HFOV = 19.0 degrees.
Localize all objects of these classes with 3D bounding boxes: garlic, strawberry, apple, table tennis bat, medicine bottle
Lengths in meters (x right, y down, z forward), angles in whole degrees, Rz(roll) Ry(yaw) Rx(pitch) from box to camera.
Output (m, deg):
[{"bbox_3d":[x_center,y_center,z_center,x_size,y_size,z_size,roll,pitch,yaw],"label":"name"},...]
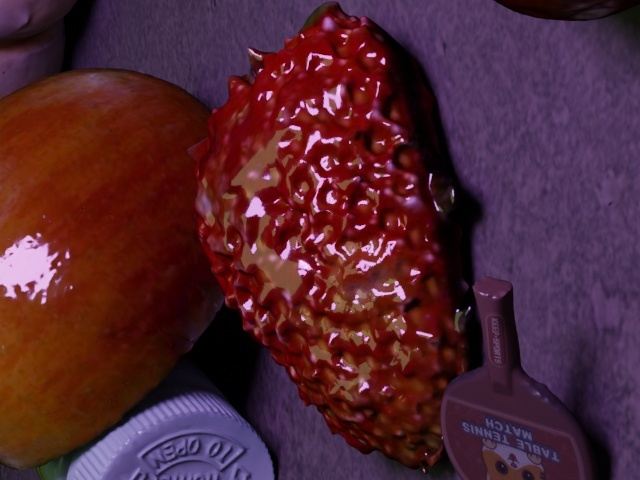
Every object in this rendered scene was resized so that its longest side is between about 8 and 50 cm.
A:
[{"bbox_3d":[-0.339,-0.245,1.852,0.313,0.249,0.286,-99,4,-65],"label":"garlic"},{"bbox_3d":[0.000,0.000,1.271,0.233,0.137,0.306,-62,37,40],"label":"strawberry"},{"bbox_3d":[-0.189,0.002,1.487,0.346,0.254,0.179,-58,-4,-19],"label":"apple"},{"bbox_3d":[0.140,0.074,1.135,0.107,0.119,0.170,13,127,37],"label":"table tennis bat"},{"bbox_3d":[-0.170,0.142,1.570,0.318,0.158,0.158,39,124,57],"label":"medicine bottle"}]

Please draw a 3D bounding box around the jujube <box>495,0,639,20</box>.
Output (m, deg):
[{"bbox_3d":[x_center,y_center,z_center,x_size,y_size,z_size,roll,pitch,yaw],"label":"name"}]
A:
[{"bbox_3d":[0.119,-0.199,1.028,0.236,0.168,0.168,-136,50,-76],"label":"jujube"}]
